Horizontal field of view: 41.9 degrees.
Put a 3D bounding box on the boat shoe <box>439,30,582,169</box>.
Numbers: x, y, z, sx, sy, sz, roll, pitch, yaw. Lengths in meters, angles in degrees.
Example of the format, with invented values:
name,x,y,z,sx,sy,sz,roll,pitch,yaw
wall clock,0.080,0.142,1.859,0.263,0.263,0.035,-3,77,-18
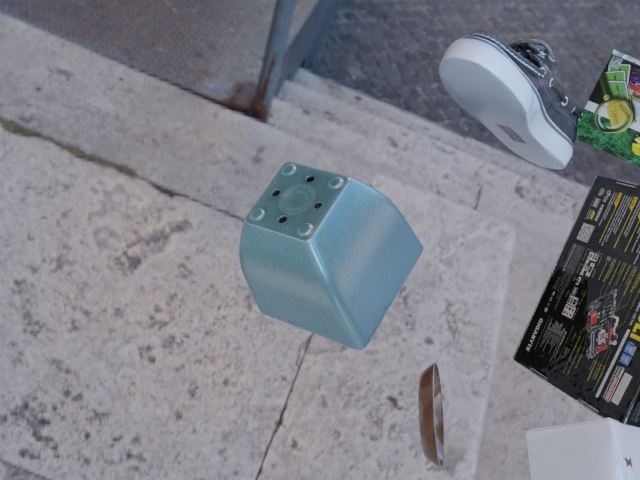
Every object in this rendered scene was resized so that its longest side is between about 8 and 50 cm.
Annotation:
name,x,y,z,sx,sy,sz,roll,pitch,yaw
boat shoe,0.177,-0.133,0.723,0.080,0.076,0.228,23,-3,39

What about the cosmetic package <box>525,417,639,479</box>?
name,x,y,z,sx,sy,sz,roll,pitch,yaw
cosmetic package,0.318,0.371,0.762,0.284,0.097,0.377,22,59,-42

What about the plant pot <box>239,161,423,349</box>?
name,x,y,z,sx,sy,sz,roll,pitch,yaw
plant pot,0.000,0.000,1.498,0.247,0.252,0.247,18,62,33

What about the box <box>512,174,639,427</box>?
name,x,y,z,sx,sy,sz,roll,pitch,yaw
box,0.432,0.082,1.191,0.079,0.322,0.257,21,5,-26

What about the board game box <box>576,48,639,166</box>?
name,x,y,z,sx,sy,sz,roll,pitch,yaw
board game box,0.496,-0.152,1.159,0.259,0.136,0.030,25,37,9

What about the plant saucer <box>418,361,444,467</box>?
name,x,y,z,sx,sy,sz,roll,pitch,yaw
plant saucer,0.180,0.283,1.361,0.029,0.168,0.168,-4,44,11
